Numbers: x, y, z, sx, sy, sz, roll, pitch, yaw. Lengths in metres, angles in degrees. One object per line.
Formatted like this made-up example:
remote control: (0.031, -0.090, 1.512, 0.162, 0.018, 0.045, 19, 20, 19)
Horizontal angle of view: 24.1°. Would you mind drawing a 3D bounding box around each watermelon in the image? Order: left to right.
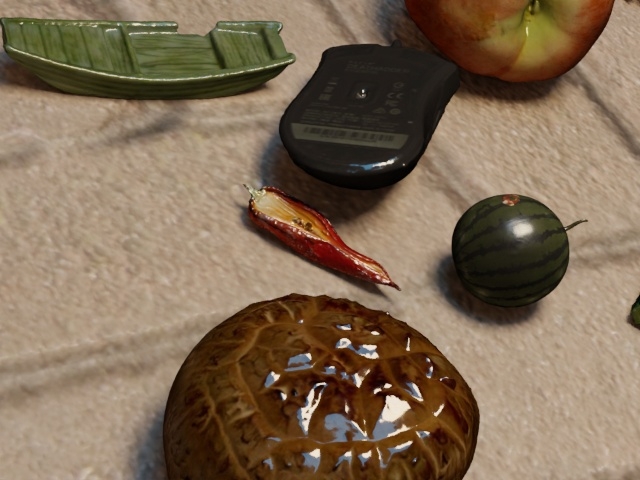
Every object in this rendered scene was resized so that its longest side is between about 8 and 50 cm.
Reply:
watermelon: (0.186, 0.005, 1.377, 0.133, 0.105, 0.105, -18, 52, -9)

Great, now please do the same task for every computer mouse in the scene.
computer mouse: (0.046, -0.114, 1.467, 0.147, 0.088, 0.264, 11, 41, 15)

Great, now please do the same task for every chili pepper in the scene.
chili pepper: (0.000, 0.000, 1.375, 0.178, 0.027, 0.045, 30, 48, 11)

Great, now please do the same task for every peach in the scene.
peach: (0.202, -0.300, 1.624, 0.232, 0.232, 0.256, 3, 36, -18)

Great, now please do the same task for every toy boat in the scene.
toy boat: (-0.172, -0.183, 1.479, 0.293, 0.055, 0.093, -2, 47, -23)

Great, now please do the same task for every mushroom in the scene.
mushroom: (0.001, 0.141, 1.147, 0.253, 0.153, 0.253, 5, 38, -4)

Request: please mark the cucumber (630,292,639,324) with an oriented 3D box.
cucumber: (0.370, 0.007, 1.496, 0.043, 0.044, 0.256, 27, 42, 15)
